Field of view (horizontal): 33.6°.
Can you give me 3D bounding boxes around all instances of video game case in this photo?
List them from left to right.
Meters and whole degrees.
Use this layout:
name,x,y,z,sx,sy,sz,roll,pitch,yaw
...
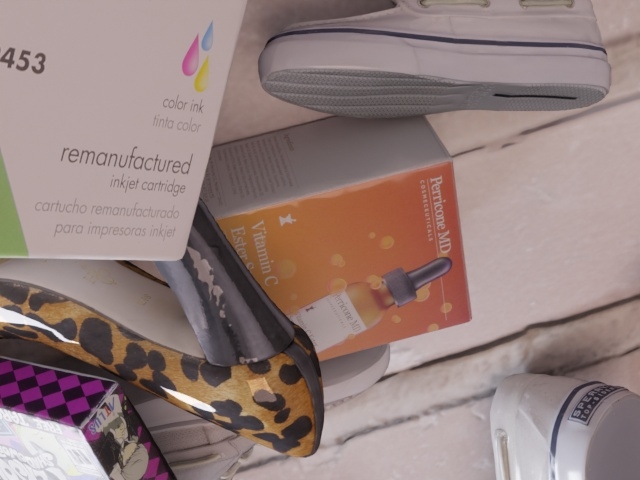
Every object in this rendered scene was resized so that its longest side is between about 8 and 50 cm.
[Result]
name,x,y,z,sx,sy,sz,roll,pitch,yaw
video game case,-0.186,0.156,0.693,0.232,0.042,0.210,7,134,31

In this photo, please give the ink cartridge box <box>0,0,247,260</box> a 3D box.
name,x,y,z,sx,sy,sz,roll,pitch,yaw
ink cartridge box,-0.120,-0.176,0.427,0.207,0.119,0.354,2,106,-53

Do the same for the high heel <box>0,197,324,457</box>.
name,x,y,z,sx,sy,sz,roll,pitch,yaw
high heel,-0.122,0.073,0.643,0.261,0.093,0.186,-20,107,41

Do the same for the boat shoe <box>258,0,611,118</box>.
name,x,y,z,sx,sy,sz,roll,pitch,yaw
boat shoe,0.069,-0.121,0.647,0.226,0.083,0.076,0,77,-23

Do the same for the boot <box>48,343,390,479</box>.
name,x,y,z,sx,sy,sz,roll,pitch,yaw
boot,-0.072,0.127,0.765,0.258,0.095,0.123,-10,130,3

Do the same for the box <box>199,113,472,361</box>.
name,x,y,z,sx,sy,sz,roll,pitch,yaw
box,0.000,0.000,0.691,0.170,0.091,0.130,-15,123,-3

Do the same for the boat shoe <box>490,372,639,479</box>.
name,x,y,z,sx,sy,sz,roll,pitch,yaw
boat shoe,0.192,0.272,0.878,0.136,0.156,0.367,-29,117,-34
